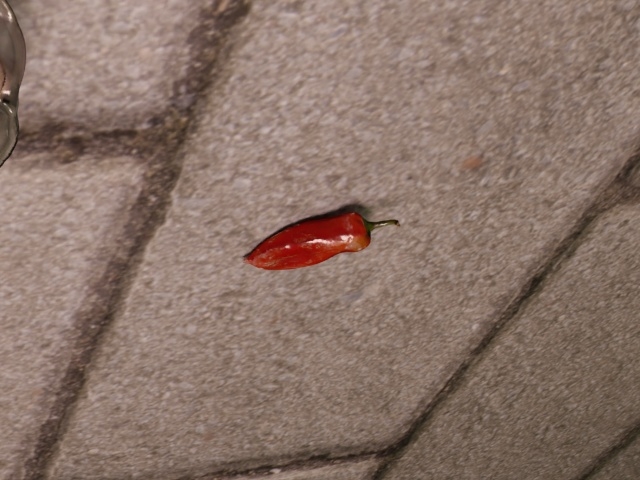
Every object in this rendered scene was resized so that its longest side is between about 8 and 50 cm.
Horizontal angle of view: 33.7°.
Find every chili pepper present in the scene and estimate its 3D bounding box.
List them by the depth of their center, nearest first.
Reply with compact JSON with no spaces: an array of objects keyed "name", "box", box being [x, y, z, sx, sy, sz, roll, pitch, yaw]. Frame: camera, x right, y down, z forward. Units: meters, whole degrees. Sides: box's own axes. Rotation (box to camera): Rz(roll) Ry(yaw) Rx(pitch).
[{"name":"chili pepper","box":[0.000,0.000,1.239,0.191,0.050,0.059,-14,150,5]}]

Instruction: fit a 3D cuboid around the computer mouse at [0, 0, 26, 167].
[{"name":"computer mouse","box":[-0.368,-0.100,0.823,0.389,0.115,0.199,-31,131,30]}]
